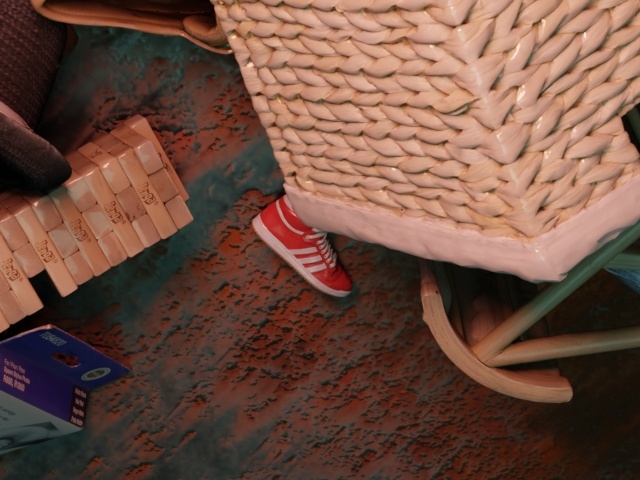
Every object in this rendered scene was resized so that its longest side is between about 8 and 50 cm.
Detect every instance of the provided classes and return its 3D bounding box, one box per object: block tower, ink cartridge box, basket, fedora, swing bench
[{"bbox_3d":[-0.272,0.014,1.561,0.335,0.097,0.091,-32,113,-13],"label":"block tower"},{"bbox_3d":[-0.309,0.154,1.667,0.224,0.045,0.223,-19,161,10],"label":"ink cartridge box"},{"bbox_3d":[0.137,-0.176,1.355,0.328,0.331,0.266,-35,115,-25],"label":"basket"},{"bbox_3d":[-0.330,-0.175,1.473,0.334,0.334,0.152,32,78,-18],"label":"fedora"},{"bbox_3d":[0.215,-0.001,1.551,0.255,0.253,0.165,-24,118,12],"label":"swing bench"}]

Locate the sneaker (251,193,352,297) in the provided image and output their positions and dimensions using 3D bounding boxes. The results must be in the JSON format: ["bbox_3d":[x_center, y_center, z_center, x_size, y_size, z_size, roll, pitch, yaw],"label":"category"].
[{"bbox_3d":[0.000,0.000,1.666,0.118,0.042,0.067,39,115,-19],"label":"sneaker"}]

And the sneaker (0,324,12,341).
[{"bbox_3d":[-0.378,0.008,1.624,0.101,0.106,0.267,-36,113,19],"label":"sneaker"}]

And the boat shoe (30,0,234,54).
[{"bbox_3d":[-0.078,-0.203,1.467,0.341,0.110,0.121,5,148,-20],"label":"boat shoe"}]
